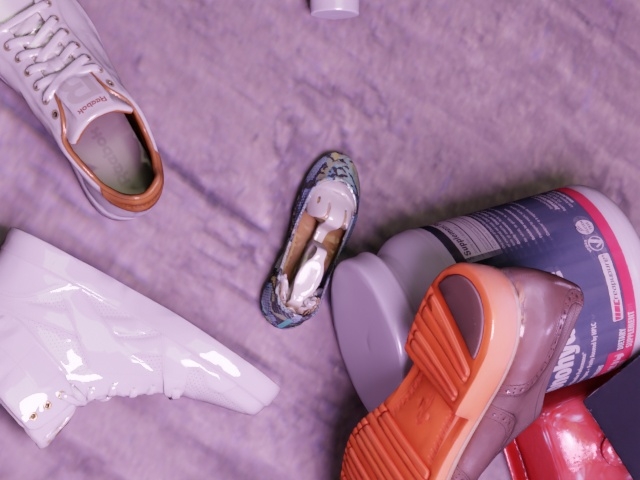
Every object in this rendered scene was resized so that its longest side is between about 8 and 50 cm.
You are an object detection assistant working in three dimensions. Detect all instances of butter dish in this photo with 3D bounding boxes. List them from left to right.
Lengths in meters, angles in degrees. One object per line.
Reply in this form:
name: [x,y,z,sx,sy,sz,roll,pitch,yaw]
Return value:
butter dish: [0.276,0.207,1.614,0.159,0.118,0.160,-18,92,-17]

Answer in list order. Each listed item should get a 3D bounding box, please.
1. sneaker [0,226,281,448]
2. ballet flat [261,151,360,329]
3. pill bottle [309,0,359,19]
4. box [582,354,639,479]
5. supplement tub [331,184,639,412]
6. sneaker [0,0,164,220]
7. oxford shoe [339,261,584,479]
sneaker: [-0.197,0.129,1.482,0.292,0.108,0.169,28,80,-4]
ballet flat: [0.000,0.000,1.568,0.070,0.070,0.188,21,80,-15]
pill bottle: [0.014,-0.284,1.589,0.067,0.067,0.120,1,86,-18]
box: [0.411,0.184,1.583,0.261,0.103,0.184,-12,61,-44]
supplement tub: [0.167,0.065,1.549,0.272,0.191,0.191,-16,91,-18]
sneaker: [-0.229,-0.154,1.476,0.106,0.123,0.290,-37,96,-14]
oxford shoe: [0.122,0.176,1.407,0.132,0.364,0.130,0,42,-32]
